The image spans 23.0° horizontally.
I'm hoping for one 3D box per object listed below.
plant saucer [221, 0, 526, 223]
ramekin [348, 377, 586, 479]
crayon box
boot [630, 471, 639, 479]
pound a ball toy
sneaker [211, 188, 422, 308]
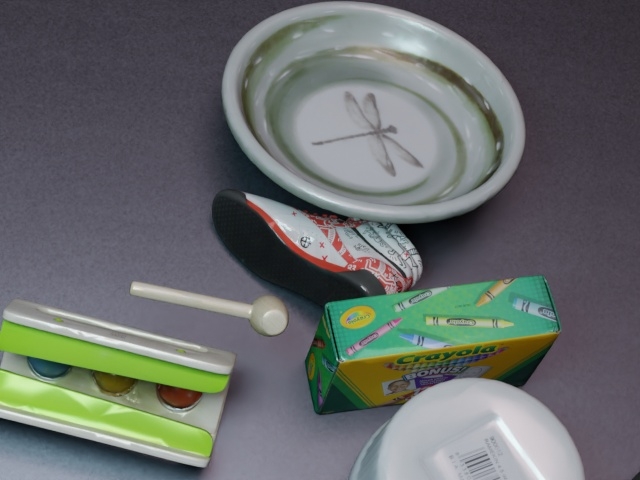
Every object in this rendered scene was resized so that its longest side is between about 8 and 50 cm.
[{"bbox_3d":[0.063,-0.148,2.057,0.400,0.100,0.400,8,47,-8],"label":"plant saucer"},{"bbox_3d":[0.176,0.296,1.842,0.277,0.135,0.277,4,61,-8],"label":"ramekin"},{"bbox_3d":[0.132,0.127,1.908,0.278,0.165,0.081,-7,63,-13],"label":"crayon box"},{"bbox_3d":[0.424,0.371,1.890,0.137,0.077,0.198,-31,58,-19],"label":"boot"},{"bbox_3d":[-0.211,0.130,1.843,0.319,0.136,0.208,14,96,-3],"label":"pound a ball toy"},{"bbox_3d":[0.000,0.001,2.005,0.270,0.090,0.145,32,39,23],"label":"sneaker"}]
